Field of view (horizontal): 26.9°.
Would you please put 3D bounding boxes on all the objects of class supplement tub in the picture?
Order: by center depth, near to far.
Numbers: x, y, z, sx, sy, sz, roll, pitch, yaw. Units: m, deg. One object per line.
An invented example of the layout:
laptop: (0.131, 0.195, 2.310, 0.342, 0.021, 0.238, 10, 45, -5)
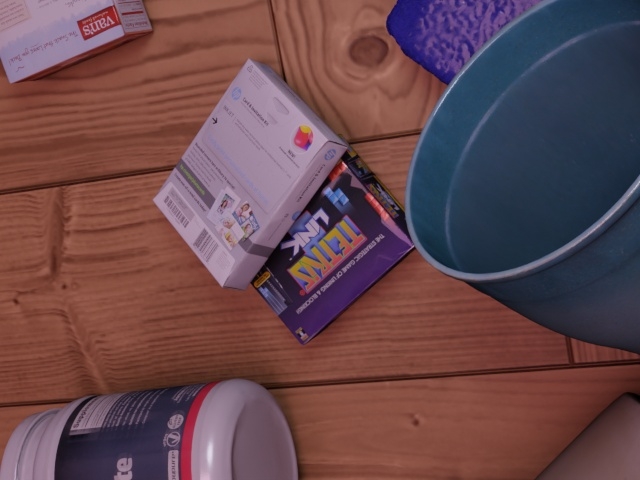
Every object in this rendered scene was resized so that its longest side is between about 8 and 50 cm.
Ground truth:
supplement tub: (-0.178, 0.252, 1.413, 0.272, 0.191, 0.191, -9, 98, 24)

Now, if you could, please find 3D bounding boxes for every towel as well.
towel: (0.224, -0.250, 1.204, 0.227, 0.076, 0.308, 40, 112, 13)

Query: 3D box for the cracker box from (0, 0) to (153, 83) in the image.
cracker box: (-0.289, -0.299, 1.401, 0.156, 0.067, 0.232, -17, 94, 25)

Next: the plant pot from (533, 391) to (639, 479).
plant pot: (0.284, 0.301, 1.197, 0.323, 0.323, 0.280, 30, 96, 13)

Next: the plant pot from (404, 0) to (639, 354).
plant pot: (0.255, -0.029, 1.096, 0.271, 0.271, 0.255, -39, 125, 25)

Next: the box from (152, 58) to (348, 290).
box: (-0.075, -0.066, 1.344, 0.145, 0.038, 0.186, 48, 112, 33)

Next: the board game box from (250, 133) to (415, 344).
board game box: (0.000, 0.000, 1.362, 0.170, 0.048, 0.141, -43, 83, 25)
